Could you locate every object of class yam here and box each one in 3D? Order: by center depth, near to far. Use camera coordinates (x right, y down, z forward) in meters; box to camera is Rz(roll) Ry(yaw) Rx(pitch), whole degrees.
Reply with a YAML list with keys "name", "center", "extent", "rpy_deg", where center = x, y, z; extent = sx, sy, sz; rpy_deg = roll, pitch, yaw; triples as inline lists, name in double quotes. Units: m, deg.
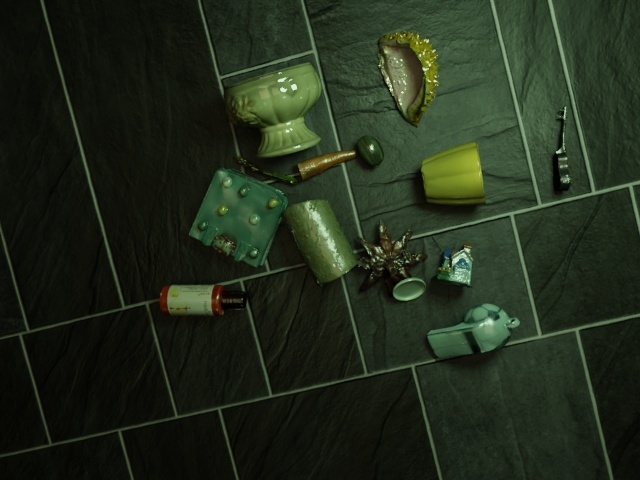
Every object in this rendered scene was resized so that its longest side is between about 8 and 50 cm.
- name: "yam"
  center: [0.000, 0.000, 1.765]
  extent: [0.161, 0.161, 0.268]
  rpy_deg: [-28, 84, 6]

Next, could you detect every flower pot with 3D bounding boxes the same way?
- name: "flower pot"
  center: [-0.133, -0.391, 1.702]
  extent: [0.307, 0.307, 0.244]
  rpy_deg: [-15, 106, 6]
- name: "flower pot"
  center: [0.411, -0.194, 1.719]
  extent: [0.179, 0.195, 0.195]
  rpy_deg: [-9, 93, 18]

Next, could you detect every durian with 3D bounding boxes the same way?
- name: "durian"
  center: [0.294, -0.518, 1.700]
  extent: [0.186, 0.195, 0.305]
  rpy_deg: [-13, 90, -1]

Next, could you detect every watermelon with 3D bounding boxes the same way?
- name: "watermelon"
  center: [0.162, -0.286, 1.778]
  extent: [0.078, 0.078, 0.110]
  rpy_deg: [-33, 96, 6]

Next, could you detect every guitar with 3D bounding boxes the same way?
- name: "guitar"
  center: [0.754, -0.290, 1.734]
  extent: [0.038, 0.084, 0.271]
  rpy_deg: [0, 87, 7]

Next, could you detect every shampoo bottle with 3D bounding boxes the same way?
- name: "shampoo bottle"
  center: [-0.384, 0.199, 1.844]
  extent: [0.278, 0.104, 0.104]
  rpy_deg: [-1, 94, 5]

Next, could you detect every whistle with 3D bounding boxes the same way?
- name: "whistle"
  center: [0.500, 0.283, 1.768]
  extent: [0.290, 0.163, 0.163]
  rpy_deg: [-21, 92, 44]

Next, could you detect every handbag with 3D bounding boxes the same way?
- name: "handbag"
  center: [-0.265, -0.076, 1.819]
  extent: [0.269, 0.100, 0.274]
  rpy_deg: [26, 95, 2]

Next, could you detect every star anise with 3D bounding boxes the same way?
- name: "star anise"
  center: [0.211, 0.071, 1.783]
  extent: [0.272, 0.102, 0.272]
  rpy_deg: [1, 99, 4]

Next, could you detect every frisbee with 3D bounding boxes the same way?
- name: "frisbee"
  center: [0.285, 0.157, 1.785]
  extent: [0.110, 0.110, 0.014]
  rpy_deg: [-18, 48, 6]

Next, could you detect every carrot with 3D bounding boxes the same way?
- name: "carrot"
  center: [0.028, -0.258, 1.808]
  extent: [0.210, 0.061, 0.061]
  rpy_deg: [-20, 92, 1]

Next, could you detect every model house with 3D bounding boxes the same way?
- name: "model house"
  center: [0.430, 0.069, 1.755]
  extent: [0.119, 0.148, 0.148]
  rpy_deg: [13, 82, 9]

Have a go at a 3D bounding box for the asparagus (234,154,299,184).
- name: "asparagus"
  center: [-0.180, -0.228, 1.837]
  extent: [0.236, 0.027, 0.034]
  rpy_deg: [21, 115, 4]
